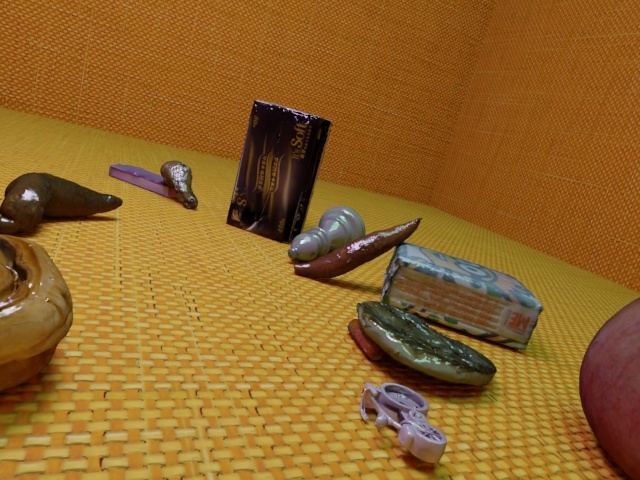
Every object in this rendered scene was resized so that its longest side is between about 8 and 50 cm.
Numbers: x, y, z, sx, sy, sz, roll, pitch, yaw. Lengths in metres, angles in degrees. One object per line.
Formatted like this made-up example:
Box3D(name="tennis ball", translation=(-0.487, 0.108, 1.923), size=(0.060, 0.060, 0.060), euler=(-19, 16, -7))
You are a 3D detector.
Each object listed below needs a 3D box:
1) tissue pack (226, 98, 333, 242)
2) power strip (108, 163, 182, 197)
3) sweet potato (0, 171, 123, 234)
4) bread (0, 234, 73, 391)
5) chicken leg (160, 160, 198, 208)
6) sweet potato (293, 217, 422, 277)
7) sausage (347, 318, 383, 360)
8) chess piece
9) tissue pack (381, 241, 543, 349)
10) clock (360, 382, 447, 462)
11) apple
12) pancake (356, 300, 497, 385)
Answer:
Box3D(name="tissue pack", translation=(-0.109, -0.202, 1.296), size=(0.210, 0.370, 0.198), euler=(19, 14, 15))
Box3D(name="power strip", translation=(-0.557, -0.195, 1.470), size=(0.278, 0.038, 0.109), euler=(20, 15, 18))
Box3D(name="sweet potato", translation=(-0.540, -0.082, 0.895), size=(0.124, 0.098, 0.310), euler=(38, 13, 3))
Box3D(name="bread", translation=(-0.358, 0.062, 0.441), size=(0.198, 0.120, 0.236), euler=(3, 19, -41))
Box3D(name="chicken leg", translation=(-0.418, -0.171, 1.364), size=(0.085, 0.069, 0.198), euler=(-8, 53, -42))
Box3D(name="sweet potato", translation=(0.092, 0.024, 1.016), size=(0.314, 0.066, 0.072), euler=(-24, 20, -1))
Box3D(name="sausage", translation=(0.075, 0.163, 0.733), size=(0.031, 0.031, 0.107), euler=(11, 14, -19))
Box3D(name="chess piece", translation=(0.000, 0.000, 1.178), size=(0.139, 0.139, 0.271), euler=(22, 26, 27))
Box3D(name="tissue pack", translation=(0.300, 0.111, 1.013), size=(0.310, 0.128, 0.228), euler=(19, 13, 6))
Box3D(name="clock", translation=(0.097, 0.210, 0.535), size=(0.087, 0.041, 0.129), euler=(17, 7, -12))
Box3D(name="apple", translation=(0.533, 0.199, 0.590), size=(0.344, 0.270, 0.345), euler=(16, 13, -4))
Box3D(name="pancake", translation=(0.168, 0.167, 0.749), size=(0.253, 0.037, 0.253), euler=(23, 9, -4))
